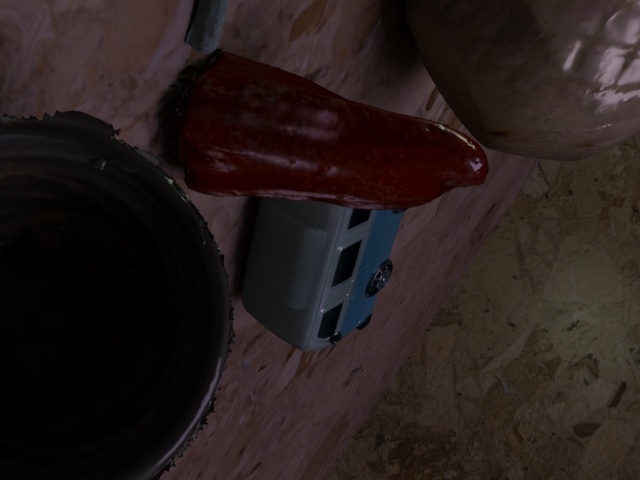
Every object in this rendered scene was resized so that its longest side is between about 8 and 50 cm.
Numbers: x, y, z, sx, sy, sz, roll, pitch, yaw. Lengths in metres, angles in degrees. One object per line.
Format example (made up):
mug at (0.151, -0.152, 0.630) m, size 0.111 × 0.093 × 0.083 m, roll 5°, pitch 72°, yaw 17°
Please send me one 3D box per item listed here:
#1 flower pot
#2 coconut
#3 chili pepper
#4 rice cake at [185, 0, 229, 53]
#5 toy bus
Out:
flower pot at (-0.172, 0.048, 0.556) m, size 0.235 × 0.235 × 0.140 m, roll -55°, pitch -173°, yaw -11°
coconut at (0.308, -0.288, 1.038) m, size 0.415 × 0.345 × 0.415 m, roll -33°, pitch 175°, yaw -4°
chili pepper at (0.013, -0.071, 0.764) m, size 0.136 × 0.252 × 0.144 m, roll -67°, pitch 166°, yaw -49°
rice cake at (-0.076, -0.195, 0.673) m, size 0.021 × 0.022 × 0.121 m, roll -48°, pitch 162°, yaw -55°
toy bus at (0.000, 0.000, 1.026) m, size 0.165 × 0.133 × 0.271 m, roll -33°, pitch 147°, yaw -44°
